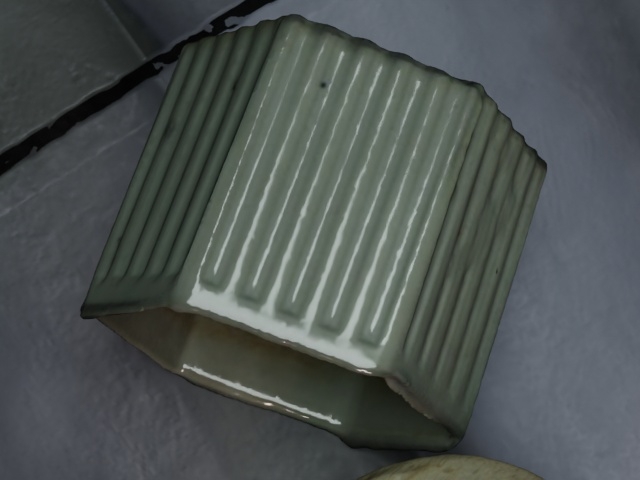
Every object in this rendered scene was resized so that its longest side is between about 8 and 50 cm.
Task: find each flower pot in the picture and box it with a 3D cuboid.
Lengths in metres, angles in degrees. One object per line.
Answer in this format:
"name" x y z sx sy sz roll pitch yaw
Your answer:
"flower pot" 0.000 0.000 1.114 0.209 0.239 0.190 10 71 30

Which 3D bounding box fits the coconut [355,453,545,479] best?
"coconut" 0.077 0.228 1.078 0.224 0.224 0.224 1 76 -5
